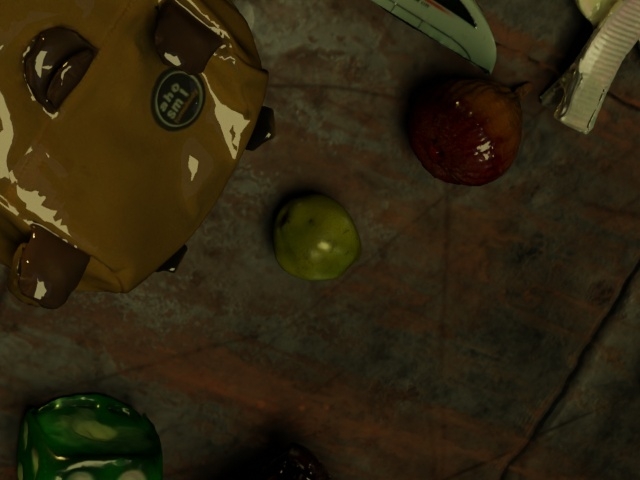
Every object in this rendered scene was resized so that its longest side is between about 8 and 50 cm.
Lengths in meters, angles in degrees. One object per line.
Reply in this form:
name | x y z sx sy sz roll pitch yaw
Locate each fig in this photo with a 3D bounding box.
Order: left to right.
fig | 0.155 -0.113 1.675 0.153 0.119 0.119 -23 136 -62

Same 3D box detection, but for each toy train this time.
toy train | 0.029 -0.283 1.540 0.407 0.086 0.088 27 99 -30

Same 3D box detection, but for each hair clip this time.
hair clip | 0.313 -0.216 1.691 0.159 0.071 0.218 16 115 -33

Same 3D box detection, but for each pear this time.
pear | 0.000 0.000 1.668 0.097 0.092 0.092 19 107 -27

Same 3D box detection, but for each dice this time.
dice | -0.238 0.238 1.669 0.131 0.128 0.120 2 115 -23

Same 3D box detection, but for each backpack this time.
backpack | -0.230 -0.133 1.420 0.378 0.201 0.353 34 80 -32

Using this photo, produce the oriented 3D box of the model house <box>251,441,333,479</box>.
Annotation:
model house | -0.047 0.334 1.776 0.164 0.141 0.203 -50 122 -24
